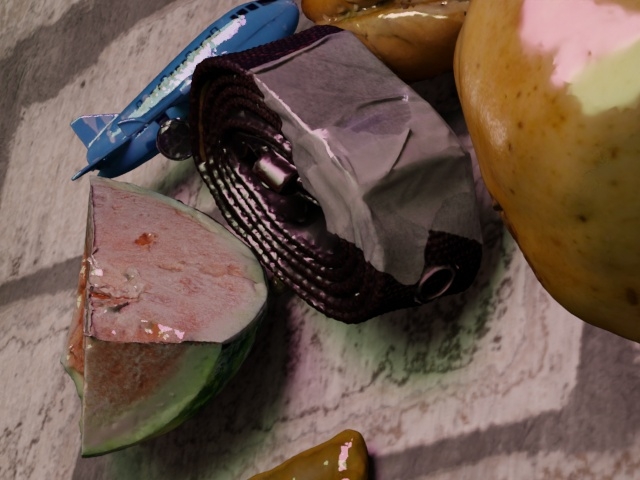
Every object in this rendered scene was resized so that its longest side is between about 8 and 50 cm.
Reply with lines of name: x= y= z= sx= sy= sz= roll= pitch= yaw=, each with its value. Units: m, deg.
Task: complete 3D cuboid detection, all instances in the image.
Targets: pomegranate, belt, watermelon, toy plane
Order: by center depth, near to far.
pomegranate: x=0.253 y=-0.093 z=1.291 sx=0.332 sy=0.332 sz=0.332 roll=-27 pitch=46 yaw=31
belt: x=0.021 y=-0.060 z=1.598 sx=0.289 sy=0.164 sz=0.184 roll=48 pitch=140 yaw=33
watermelon: x=-0.162 y=0.059 z=1.721 sx=0.224 sy=0.180 sz=0.305 roll=-33 pitch=29 yaw=9
toy plane: x=-0.128 y=-0.143 z=1.870 sx=0.271 sy=0.105 sz=0.254 roll=-31 pitch=4 yaw=5

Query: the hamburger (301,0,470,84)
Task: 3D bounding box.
hamburger: x=0.078 y=-0.206 z=1.671 sx=0.283 sy=0.144 sz=0.156 roll=-16 pitch=14 yaw=43

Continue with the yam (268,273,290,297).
yam: x=0.000 y=0.000 z=1.714 sx=0.129 sy=0.027 sz=0.033 roll=-43 pitch=71 yaw=12

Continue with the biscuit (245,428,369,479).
biscuit: x=-0.027 y=0.255 z=1.547 sx=0.183 sy=0.039 sz=0.174 roll=-33 pitch=42 yaw=27
